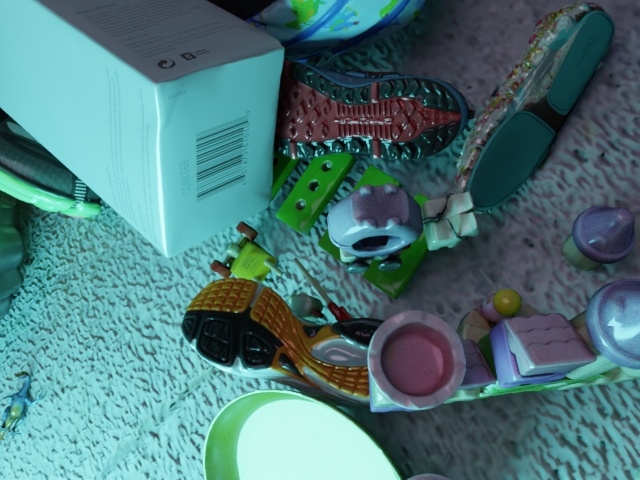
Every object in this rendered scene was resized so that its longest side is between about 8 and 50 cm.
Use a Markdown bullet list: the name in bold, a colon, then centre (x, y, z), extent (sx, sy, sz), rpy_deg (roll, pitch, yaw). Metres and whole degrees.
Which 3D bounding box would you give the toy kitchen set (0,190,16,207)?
- **toy kitchen set**: centre (-0.613, -0.125, 1.035), extent (0.122, 0.166, 0.207), rpy_deg (-36, 63, 15)

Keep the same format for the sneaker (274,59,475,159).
- **sneaker**: centre (0.041, -0.141, 0.725), extent (0.262, 0.125, 0.104), rpy_deg (15, 110, 25)

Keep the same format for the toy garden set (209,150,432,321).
- **toy garden set**: centre (0.000, 0.000, 0.747), extent (0.244, 0.049, 0.204), rpy_deg (35, 92, 30)

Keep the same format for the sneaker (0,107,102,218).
- **sneaker**: centre (-0.438, -0.229, 0.962), extent (0.202, 0.185, 0.483), rpy_deg (-43, 62, 16)

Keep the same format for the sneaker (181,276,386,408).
- **sneaker**: centre (-0.024, 0.123, 0.676), extent (0.262, 0.121, 0.099), rpy_deg (16, 63, 24)

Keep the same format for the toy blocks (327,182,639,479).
- **toy blocks**: centre (0.164, 0.063, 0.466), extent (0.288, 0.260, 0.309), rpy_deg (-6, 70, -2)

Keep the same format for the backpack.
- **backpack**: centre (-0.039, -0.332, 0.737), extent (0.355, 0.273, 0.290), rpy_deg (0, 81, 64)

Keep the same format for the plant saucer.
- **plant saucer**: centre (-0.010, 0.250, 0.642), extent (0.241, 0.037, 0.241), rpy_deg (9, 109, 28)

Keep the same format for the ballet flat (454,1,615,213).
- **ballet flat**: centre (0.207, -0.134, 0.664), extent (0.241, 0.091, 0.077), rpy_deg (-54, 29, 1)

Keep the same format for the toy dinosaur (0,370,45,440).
- **toy dinosaur**: centre (-0.435, 0.230, 0.921), extent (0.090, 0.047, 0.082), rpy_deg (-27, 47, 31)

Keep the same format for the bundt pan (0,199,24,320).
- **bundt pan**: centre (-0.584, 0.020, 0.961), extent (0.331, 0.124, 0.331), rpy_deg (1, 95, 9)

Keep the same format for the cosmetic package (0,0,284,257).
- **cosmetic package**: centre (-0.230, -0.183, 0.738), extent (0.385, 0.156, 0.217), rpy_deg (39, 140, 28)
